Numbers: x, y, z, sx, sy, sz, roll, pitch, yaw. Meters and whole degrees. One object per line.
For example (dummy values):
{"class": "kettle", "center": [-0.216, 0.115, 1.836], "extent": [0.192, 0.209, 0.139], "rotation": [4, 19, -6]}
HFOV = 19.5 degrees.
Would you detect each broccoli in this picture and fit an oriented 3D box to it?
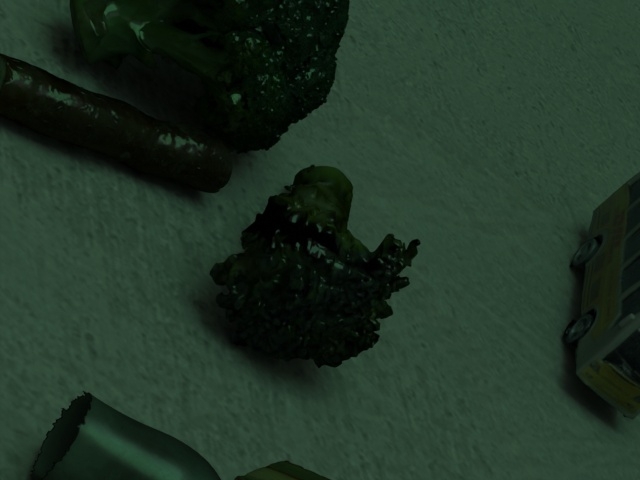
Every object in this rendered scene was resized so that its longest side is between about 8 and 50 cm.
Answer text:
{"class": "broccoli", "center": [-0.007, 0.002, 1.729], "extent": [0.165, 0.145, 0.304], "rotation": [28, 23, -8]}
{"class": "broccoli", "center": [-0.101, -0.214, 1.776], "extent": [0.270, 0.270, 0.270], "rotation": [-6, 49, -12]}

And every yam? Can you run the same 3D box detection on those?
{"class": "yam", "center": [-0.193, -0.104, 1.679], "extent": [0.253, 0.061, 0.061], "rotation": [20, 38, -33]}

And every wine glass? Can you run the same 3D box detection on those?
{"class": "wine glass", "center": [-0.113, 0.196, 1.380], "extent": [0.202, 0.093, 0.093], "rotation": [37, 31, -18]}

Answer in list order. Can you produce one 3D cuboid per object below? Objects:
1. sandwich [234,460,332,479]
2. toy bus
{"class": "sandwich", "center": [0.002, 0.263, 1.510], "extent": [0.163, 0.113, 0.079], "rotation": [20, 18, 33]}
{"class": "toy bus", "center": [0.354, 0.052, 2.061], "extent": [0.097, 0.138, 0.342], "rotation": [40, 29, -13]}
